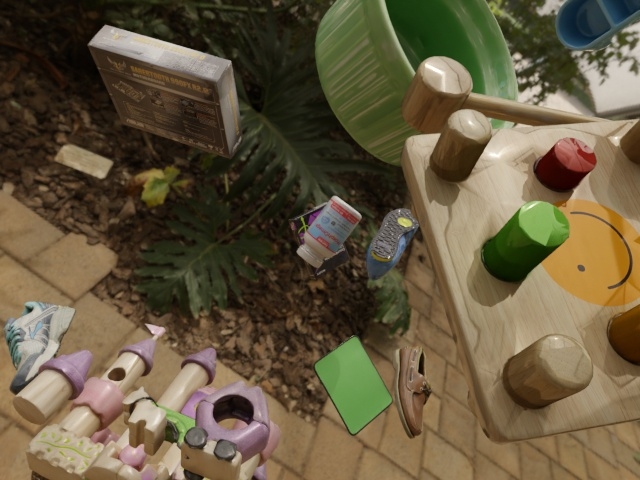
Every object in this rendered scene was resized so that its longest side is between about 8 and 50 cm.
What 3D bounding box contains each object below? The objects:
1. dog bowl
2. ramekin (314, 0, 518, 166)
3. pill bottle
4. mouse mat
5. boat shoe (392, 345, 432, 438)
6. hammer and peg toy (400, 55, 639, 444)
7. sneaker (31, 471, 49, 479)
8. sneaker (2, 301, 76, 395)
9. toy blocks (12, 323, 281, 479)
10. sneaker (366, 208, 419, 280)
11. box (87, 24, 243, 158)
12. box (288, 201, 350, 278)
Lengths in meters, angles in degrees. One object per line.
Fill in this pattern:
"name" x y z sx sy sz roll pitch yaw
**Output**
"dog bowl" 0.719 -0.589 1.236 0.074 0.297 0.166 -26 87 -27
"ramekin" 0.136 -0.255 0.719 0.303 0.148 0.303 15 65 -36
"pill bottle" 0.017 -0.018 1.157 0.087 0.160 0.087 36 4 -3
"mouse mat" 0.079 0.337 1.172 0.152 0.007 0.190 -26 83 -36
"boat shoe" 0.290 0.453 1.539 0.307 0.104 0.111 -90 156 -47
"hammer and peg toy" 0.210 -0.038 0.422 0.265 0.127 0.361 -5 62 -9
"sneaker" -0.349 0.380 0.779 0.192 0.064 0.086 11 0 20
"sneaker" -0.644 0.233 1.094 0.122 0.110 0.283 25 16 -22
"toy blocks" -0.185 0.224 0.657 0.288 0.309 0.260 19 34 11
"sneaker" 0.148 0.006 1.047 0.069 0.082 0.209 25 42 15
"box" -0.256 -0.249 0.854 0.231 0.183 0.056 18 60 9
"box" 0.000 0.000 1.244 0.116 0.029 0.162 -28 107 -28
